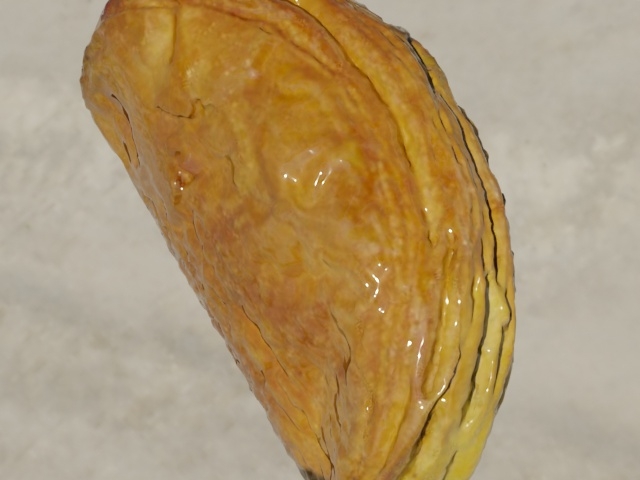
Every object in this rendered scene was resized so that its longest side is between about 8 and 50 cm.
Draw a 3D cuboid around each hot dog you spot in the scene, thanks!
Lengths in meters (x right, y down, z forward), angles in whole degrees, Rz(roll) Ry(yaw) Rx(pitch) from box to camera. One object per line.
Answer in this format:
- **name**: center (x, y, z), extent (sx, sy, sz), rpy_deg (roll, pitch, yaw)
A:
- **hot dog**: center (0.000, 0.000, 0.701), extent (0.122, 0.196, 0.272), rpy_deg (-25, 67, -26)
